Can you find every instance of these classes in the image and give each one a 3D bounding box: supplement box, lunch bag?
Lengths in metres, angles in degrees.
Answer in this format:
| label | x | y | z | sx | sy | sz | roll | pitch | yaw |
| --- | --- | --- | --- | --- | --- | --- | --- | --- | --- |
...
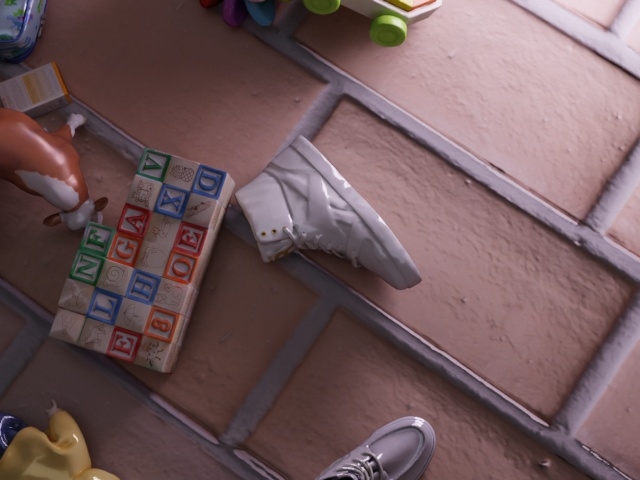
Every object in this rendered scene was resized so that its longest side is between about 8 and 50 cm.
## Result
| label | x | y | z | sx | sy | sz | roll | pitch | yaw |
| --- | --- | --- | --- | --- | --- | --- | --- | --- | --- |
| supplement box | -0.443 | -0.227 | 1.673 | 0.098 | 0.036 | 0.062 | -23 | 75 | -6 |
| lunch bag | -0.541 | -0.379 | 1.691 | 0.219 | 0.090 | 0.176 | 7 | 75 | 3 |

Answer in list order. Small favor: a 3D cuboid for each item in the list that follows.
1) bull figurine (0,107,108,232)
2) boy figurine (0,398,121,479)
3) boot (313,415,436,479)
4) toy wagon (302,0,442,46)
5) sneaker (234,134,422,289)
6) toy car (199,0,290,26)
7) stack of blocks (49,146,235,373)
| label | x | y | z | sx | sy | sz | roll | pitch | yaw |
| --- | --- | --- | --- | --- | --- | --- | --- | --- | --- |
| bull figurine | -0.430 | -0.136 | 1.568 | 0.101 | 0.310 | 0.188 | -41 | 34 | 24 |
| boy figurine | -0.386 | 0.310 | 1.491 | 0.285 | 0.092 | 0.177 | 21 | 75 | 6 |
| boot | 0.056 | 0.329 | 1.460 | 0.258 | 0.123 | 0.095 | -40 | 77 | -10 |
| toy wagon | 0.036 | -0.455 | 1.637 | 0.344 | 0.068 | 0.267 | 21 | 58 | -24 |
| sneaker | 0.000 | 0.000 | 1.572 | 0.169 | 0.108 | 0.292 | -40 | 67 | -8 |
| toy car | -0.125 | -0.401 | 1.677 | 0.182 | 0.159 | 0.136 | 32 | 112 | 9 |
| stack of blocks | -0.252 | 0.024 | 1.551 | 0.171 | 0.087 | 0.297 | 17 | 83 | 6 |
